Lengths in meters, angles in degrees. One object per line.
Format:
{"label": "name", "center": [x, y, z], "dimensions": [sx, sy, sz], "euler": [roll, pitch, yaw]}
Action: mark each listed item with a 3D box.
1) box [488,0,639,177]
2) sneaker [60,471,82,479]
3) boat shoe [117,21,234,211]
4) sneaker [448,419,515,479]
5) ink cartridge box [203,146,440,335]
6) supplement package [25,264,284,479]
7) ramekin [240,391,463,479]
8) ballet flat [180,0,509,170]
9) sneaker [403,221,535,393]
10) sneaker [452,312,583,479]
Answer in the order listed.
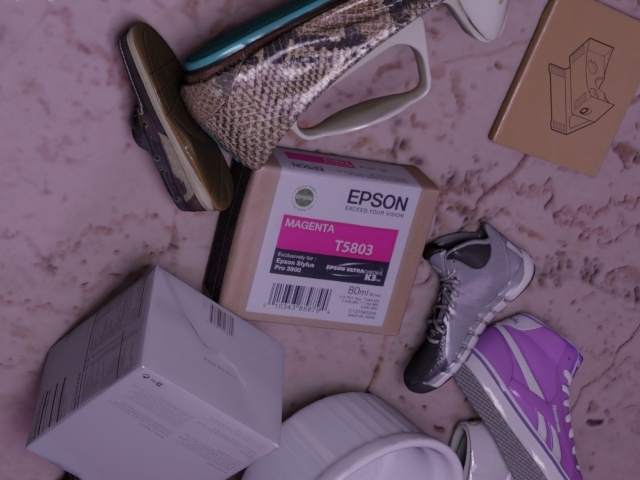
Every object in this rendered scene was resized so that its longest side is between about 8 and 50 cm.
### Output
{"label": "box", "center": [0.314, -0.191, 1.496], "dimensions": [0.164, 0.021, 0.201], "euler": [16, 105, -25]}
{"label": "sneaker", "center": [-0.317, 0.327, 1.465], "dimensions": [0.074, 0.063, 0.170], "euler": [9, 113, -29]}
{"label": "boat shoe", "center": [-0.170, -0.123, 1.320], "dimensions": [0.073, 0.080, 0.224], "euler": [-15, 116, 24]}
{"label": "sneaker", "center": [0.232, 0.372, 1.666], "dimensions": [0.169, 0.108, 0.293], "euler": [-2, 103, -17]}
{"label": "ink cartridge box", "center": [0.000, 0.000, 1.427], "dimensions": [0.234, 0.088, 0.193], "euler": [7, 110, -21]}
{"label": "supplement package", "center": [-0.179, 0.172, 1.359], "dimensions": [0.203, 0.149, 0.194], "euler": [-35, 124, 30]}
{"label": "ramekin", "center": [0.029, 0.320, 1.510], "dimensions": [0.277, 0.135, 0.277], "euler": [-22, 132, -26]}
{"label": "ballet flat", "center": [0.081, -0.242, 1.303], "dimensions": [0.482, 0.164, 0.182], "euler": [-36, 108, -1]}
{"label": "sneaker", "center": [0.152, 0.070, 1.523], "dimensions": [0.132, 0.086, 0.229], "euler": [43, 83, -24]}
{"label": "sneaker", "center": [0.301, 0.225, 1.571], "dimensions": [0.161, 0.102, 0.282], "euler": [-29, 88, -21]}
